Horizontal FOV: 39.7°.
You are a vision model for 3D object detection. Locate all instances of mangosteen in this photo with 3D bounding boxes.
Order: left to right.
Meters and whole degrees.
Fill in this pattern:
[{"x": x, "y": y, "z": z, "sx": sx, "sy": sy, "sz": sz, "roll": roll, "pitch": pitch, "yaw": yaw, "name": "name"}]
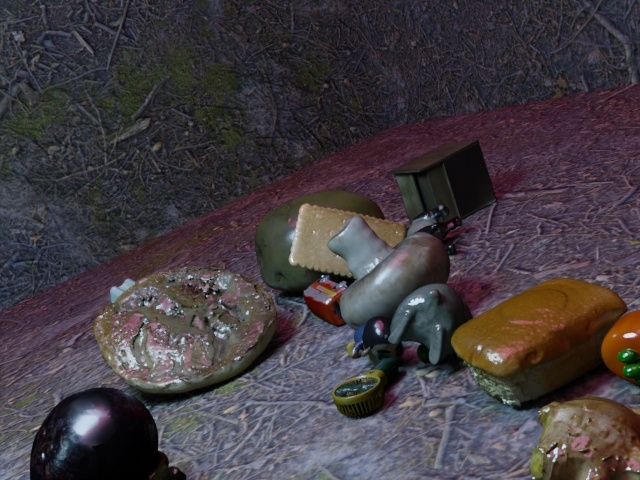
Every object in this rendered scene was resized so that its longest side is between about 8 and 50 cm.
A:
[{"x": -0.327, "y": 0.329, "z": 1.345, "sx": 0.216, "sy": 0.216, "sz": 0.216, "roll": -19, "pitch": 13, "yaw": 5, "name": "mangosteen"}]

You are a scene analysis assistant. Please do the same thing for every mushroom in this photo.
[{"x": 0.118, "y": 0.050, "z": 1.696, "sx": 0.243, "sy": 0.244, "sz": 0.243, "roll": -19, "pitch": 13, "yaw": 5, "name": "mushroom"}]

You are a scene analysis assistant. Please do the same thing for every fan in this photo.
[{"x": 0.082, "y": 0.236, "z": 1.440, "sx": 0.082, "sy": 0.039, "sz": 0.155, "roll": -10, "pitch": 15, "yaw": 38, "name": "fan"}]

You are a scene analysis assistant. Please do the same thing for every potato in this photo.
[{"x": 0.000, "y": 0.000, "z": 2.115, "sx": 0.326, "sy": 0.221, "sz": 0.243, "roll": -11, "pitch": 18, "yaw": 9, "name": "potato"}]

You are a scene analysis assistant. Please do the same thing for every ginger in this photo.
[{"x": 0.309, "y": 0.236, "z": 0.978, "sx": 0.157, "sy": 0.102, "sz": 0.216, "roll": 15, "pitch": 21, "yaw": 20, "name": "ginger"}]

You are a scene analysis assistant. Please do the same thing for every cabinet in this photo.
[{"x": 0.317, "y": -0.143, "z": 2.337, "sx": 0.215, "sy": 0.175, "sz": 0.148, "roll": -28, "pitch": 15, "yaw": -29, "name": "cabinet"}]

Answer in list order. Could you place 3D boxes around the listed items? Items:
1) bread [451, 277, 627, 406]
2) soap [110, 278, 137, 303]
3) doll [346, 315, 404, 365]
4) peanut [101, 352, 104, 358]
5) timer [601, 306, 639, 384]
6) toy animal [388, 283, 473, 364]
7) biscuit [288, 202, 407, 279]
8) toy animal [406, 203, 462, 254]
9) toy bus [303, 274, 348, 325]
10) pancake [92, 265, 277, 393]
[{"x": 0.320, "y": 0.143, "z": 1.295, "sx": 0.245, "sy": 0.121, "sz": 0.174, "roll": -21, "pitch": 12, "yaw": -16, "name": "bread"}, {"x": -0.389, "y": 0.178, "z": 2.032, "sx": 0.198, "sy": 0.119, "sz": 0.066, "roll": 22, "pitch": 36, "yaw": 33, "name": "soap"}, {"x": 0.100, "y": 0.182, "z": 1.560, "sx": 0.102, "sy": 0.089, "sz": 0.179, "roll": -22, "pitch": -10, "yaw": -13, "name": "doll"}, {"x": -0.451, "y": 0.244, "z": 2.106, "sx": 0.152, "sy": 0.076, "sz": 0.076, "roll": -23, "pitch": 12, "yaw": -37, "name": "peanut"}, {"x": 0.436, "y": 0.148, "z": 1.172, "sx": 0.136, "sy": 0.099, "sz": 0.136, "roll": -32, "pitch": 12, "yaw": 8, "name": "timer"}, {"x": 0.213, "y": 0.130, "z": 1.526, "sx": 0.127, "sy": 0.125, "sz": 0.251, "roll": -37, "pitch": -8, "yaw": 23, "name": "toy animal"}, {"x": 0.063, "y": 0.011, "z": 1.972, "sx": 0.249, "sy": 0.160, "sz": 0.030, "roll": 11, "pitch": -24, "yaw": -1, "name": "biscuit"}, {"x": 0.251, "y": -0.008, "z": 2.072, "sx": 0.121, "sy": 0.094, "sz": 0.225, "roll": -24, "pitch": 19, "yaw": 26, "name": "toy animal"}, {"x": 0.020, "y": 0.129, "z": 1.893, "sx": 0.077, "sy": 0.079, "sz": 0.174, "roll": -33, "pitch": 16, "yaw": -15, "name": "toy bus"}, {"x": -0.280, "y": 0.179, "z": 1.859, "sx": 0.386, "sy": 0.082, "sz": 0.387, "roll": -3, "pitch": 35, "yaw": 2, "name": "pancake"}]
